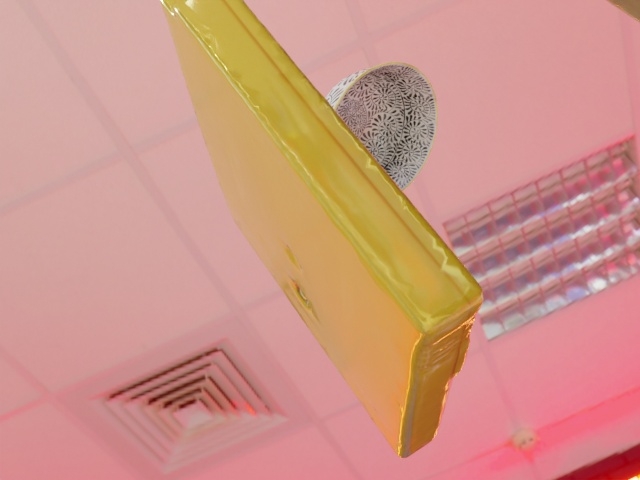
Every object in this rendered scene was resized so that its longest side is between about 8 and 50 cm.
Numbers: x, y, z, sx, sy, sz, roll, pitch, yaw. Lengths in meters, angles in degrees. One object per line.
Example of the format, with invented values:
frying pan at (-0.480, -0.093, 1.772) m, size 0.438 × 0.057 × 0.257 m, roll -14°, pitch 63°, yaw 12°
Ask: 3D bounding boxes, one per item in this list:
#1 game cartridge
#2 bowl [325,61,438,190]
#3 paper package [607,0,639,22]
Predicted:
game cartridge at (0.000, 0.000, 0.571) m, size 0.053 × 0.285 × 0.323 m, roll -31°, pitch -23°, yaw -13°
bowl at (0.049, -0.132, 0.919) m, size 0.170 × 0.080 × 0.170 m, roll -20°, pitch -56°, yaw -32°
paper package at (0.219, -0.272, 0.403) m, size 0.309 × 0.325 × 0.168 m, roll 29°, pitch -99°, yaw -11°
